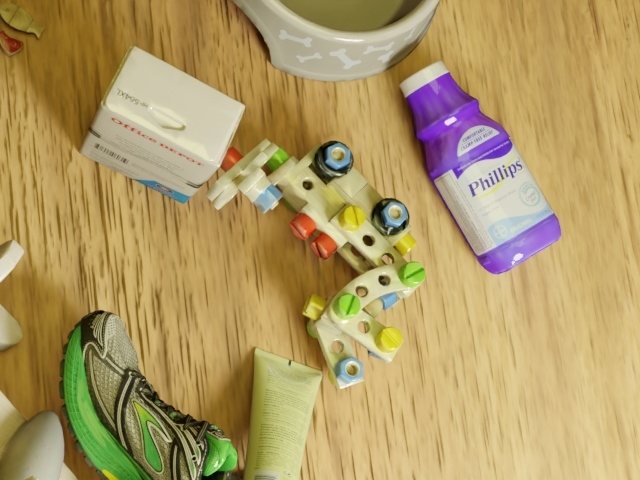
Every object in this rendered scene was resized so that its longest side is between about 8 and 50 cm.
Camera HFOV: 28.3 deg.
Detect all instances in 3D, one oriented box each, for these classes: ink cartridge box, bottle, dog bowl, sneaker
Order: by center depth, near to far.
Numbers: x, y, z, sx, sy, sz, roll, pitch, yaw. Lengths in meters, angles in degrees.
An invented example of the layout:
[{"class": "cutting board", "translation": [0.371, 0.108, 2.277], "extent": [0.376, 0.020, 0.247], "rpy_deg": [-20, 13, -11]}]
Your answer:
[{"class": "sneaker", "translation": [-0.170, 0.223, 1.408], "extent": [0.146, 0.134, 0.343], "rpy_deg": [-34, 76, 14]}, {"class": "ink cartridge box", "translation": [-0.188, -0.129, 1.480], "extent": [0.148, 0.203, 0.085], "rpy_deg": [27, 72, -12]}, {"class": "dog bowl", "translation": [0.016, -0.387, 1.659], "extent": [0.349, 0.102, 0.348], "rpy_deg": [4, 78, -17]}, {"class": "bottle", "translation": [0.202, -0.099, 1.662], "extent": [0.118, 0.092, 0.282], "rpy_deg": [-29, 89, -20]}]

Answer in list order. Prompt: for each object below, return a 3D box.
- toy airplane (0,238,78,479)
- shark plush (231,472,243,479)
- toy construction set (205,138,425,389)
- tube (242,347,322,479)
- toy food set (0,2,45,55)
[{"class": "toy airplane", "translation": [-0.411, 0.133, 1.285], "extent": [0.386, 0.272, 0.384], "rpy_deg": [2, 77, -43]}, {"class": "shark plush", "translation": [-0.079, 0.297, 1.507], "extent": [0.161, 0.073, 0.067], "rpy_deg": [7, 46, -12]}, {"class": "toy construction set", "translation": [0.000, 0.000, 1.553], "extent": [0.215, 0.151, 0.327], "rpy_deg": [-45, 105, -23]}, {"class": "tube", "translation": [-0.051, 0.238, 1.500], "extent": [0.070, 0.062, 0.240], "rpy_deg": [56, 30, -41]}, {"class": "toy food set", "translation": [-0.405, -0.267, 1.538], "extent": [0.122, 0.019, 0.078], "rpy_deg": [39, 70, -15]}]
